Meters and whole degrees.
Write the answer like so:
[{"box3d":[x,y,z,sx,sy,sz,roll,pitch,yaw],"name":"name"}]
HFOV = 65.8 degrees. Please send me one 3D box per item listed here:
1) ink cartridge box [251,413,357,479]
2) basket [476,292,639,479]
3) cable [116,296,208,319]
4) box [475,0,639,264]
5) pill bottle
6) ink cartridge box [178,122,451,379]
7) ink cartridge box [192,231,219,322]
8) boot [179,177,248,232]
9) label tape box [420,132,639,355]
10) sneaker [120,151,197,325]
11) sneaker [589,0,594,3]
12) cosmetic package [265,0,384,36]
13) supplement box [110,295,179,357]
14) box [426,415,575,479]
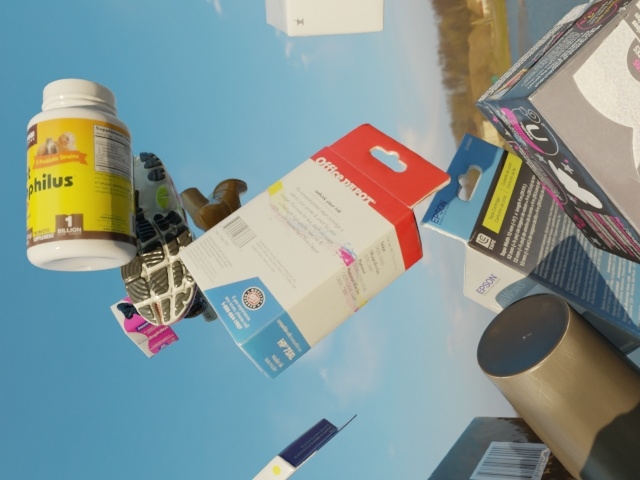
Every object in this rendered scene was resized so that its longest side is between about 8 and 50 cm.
[{"box3d":[-0.073,0.561,1.269,0.072,0.307,0.303,45,-167,18],"name":"ink cartridge box"},{"box3d":[0.314,0.186,0.603,0.227,0.154,0.204,43,-147,-12],"name":"basket"},{"box3d":[-0.334,0.149,1.062,0.184,0.150,0.047,-1,-98,-34],"name":"cable"},{"box3d":[0.321,-0.112,0.518,0.247,0.163,0.142,45,-173,-13],"name":"box"},{"box3d":[-0.287,-0.077,0.597,0.117,0.117,0.215,21,-120,-66],"name":"pill bottle"},{"box3d":[0.000,0.000,0.471,0.134,0.231,0.078,45,167,39],"name":"ink cartridge box"},{"box3d":[-0.295,0.087,1.206,0.179,0.045,0.145,-113,2,-47],"name":"ink cartridge box"},{"box3d":[-0.244,-0.063,1.384,0.211,0.104,0.295,48,-154,9],"name":"boot"},{"box3d":[0.338,0.004,0.800,0.249,0.347,0.115,-57,-9,-38],"name":"label tape box"},{"box3d":[-0.224,-0.002,0.728,0.118,0.107,0.279,68,-176,-62],"name":"sneaker"},{"box3d":[0.462,-0.302,0.848,0.122,0.110,0.283,-52,-30,-34],"name":"sneaker"},{"box3d":[-0.005,-0.415,0.687,0.225,0.138,0.224,-113,18,-60],"name":"cosmetic package"},{"box3d":[-0.540,0.258,1.535,0.114,0.111,0.220,48,161,28],"name":"supplement box"},{"box3d":[0.387,0.631,0.883,0.479,0.297,0.472,-7,-95,-57],"name":"box"}]
